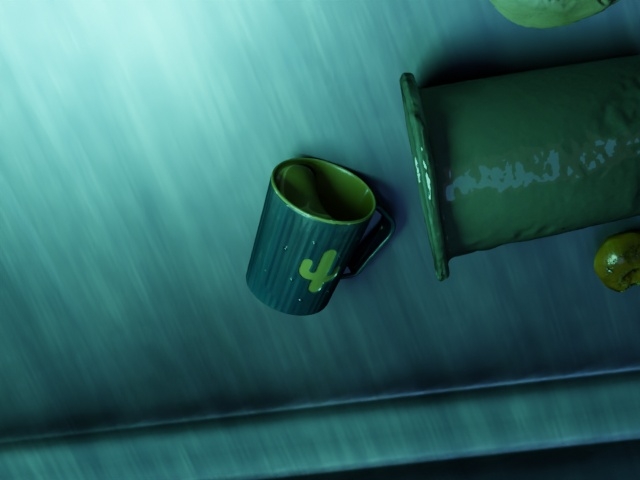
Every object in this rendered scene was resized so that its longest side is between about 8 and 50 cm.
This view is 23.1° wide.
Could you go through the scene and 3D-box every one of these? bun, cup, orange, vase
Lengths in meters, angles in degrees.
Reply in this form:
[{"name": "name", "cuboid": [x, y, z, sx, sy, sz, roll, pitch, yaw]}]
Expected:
[{"name": "bun", "cuboid": [0.251, -0.308, 1.705, 0.173, 0.113, 0.166, 41, 85, 1]}, {"name": "cup", "cuboid": [0.000, 0.000, 1.895, 0.177, 0.131, 0.155, 4, 127, -27]}, {"name": "orange", "cuboid": [0.373, 0.019, 1.904, 0.086, 0.062, 0.086, -12, 141, -9]}, {"name": "vase", "cuboid": [0.250, -0.092, 1.770, 0.291, 0.245, 0.245, -9, 118, 2]}]
